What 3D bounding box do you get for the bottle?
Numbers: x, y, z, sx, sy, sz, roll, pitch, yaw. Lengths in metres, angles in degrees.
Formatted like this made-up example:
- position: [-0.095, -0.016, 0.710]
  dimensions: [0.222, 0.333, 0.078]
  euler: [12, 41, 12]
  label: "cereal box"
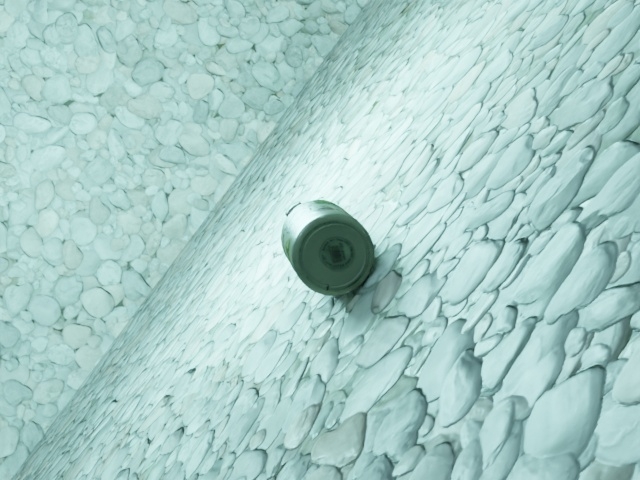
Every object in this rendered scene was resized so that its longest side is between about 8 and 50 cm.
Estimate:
- position: [0.000, 0.000, 1.499]
  dimensions: [0.120, 0.120, 0.253]
  euler: [-51, 14, 2]
  label: "bottle"
